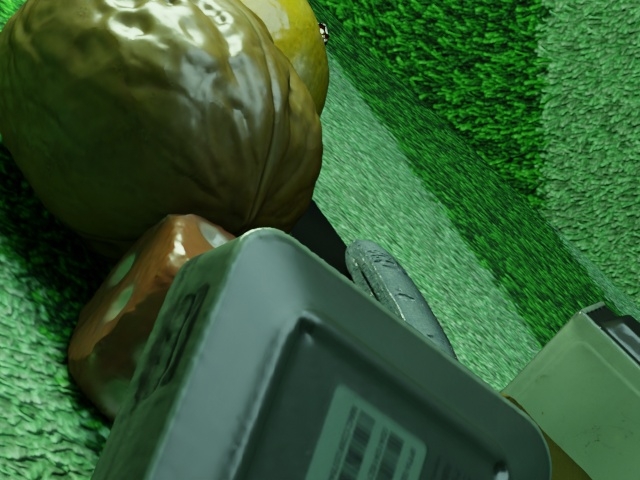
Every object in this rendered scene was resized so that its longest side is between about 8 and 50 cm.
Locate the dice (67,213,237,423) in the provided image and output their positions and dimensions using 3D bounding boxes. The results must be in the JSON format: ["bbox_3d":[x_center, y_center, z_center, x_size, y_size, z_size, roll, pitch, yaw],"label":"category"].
[{"bbox_3d":[-0.132,0.094,1.568,0.174,0.175,0.179,41,19,-14],"label":"dice"}]

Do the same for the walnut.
[{"bbox_3d":[-0.180,-0.130,1.763,0.354,0.308,0.398,12,27,-40],"label":"walnut"}]

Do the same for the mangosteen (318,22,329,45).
[{"bbox_3d":[-0.093,-0.267,2.404,0.215,0.257,0.215,31,45,-37],"label":"mangosteen"}]

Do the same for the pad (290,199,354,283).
[{"bbox_3d":[0.000,0.000,2.425,0.181,0.004,0.267,21,28,-55],"label":"pad"}]

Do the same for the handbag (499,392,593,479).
[{"bbox_3d":[0.216,0.365,1.643,0.401,0.133,0.283,46,36,-36],"label":"handbag"}]

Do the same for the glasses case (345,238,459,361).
[{"bbox_3d":[0.117,0.105,2.332,0.109,0.067,0.282,24,26,-44],"label":"glasses case"}]

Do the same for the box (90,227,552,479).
[{"bbox_3d":[0.005,0.241,1.310,0.396,0.111,0.396,36,56,-26],"label":"box"}]

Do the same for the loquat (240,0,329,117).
[{"bbox_3d":[-0.159,-0.219,2.090,0.359,0.328,0.328,-32,72,-28],"label":"loquat"}]

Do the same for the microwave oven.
[{"bbox_3d":[0.421,0.294,2.235,0.355,0.286,0.218,44,14,13],"label":"microwave oven"}]
